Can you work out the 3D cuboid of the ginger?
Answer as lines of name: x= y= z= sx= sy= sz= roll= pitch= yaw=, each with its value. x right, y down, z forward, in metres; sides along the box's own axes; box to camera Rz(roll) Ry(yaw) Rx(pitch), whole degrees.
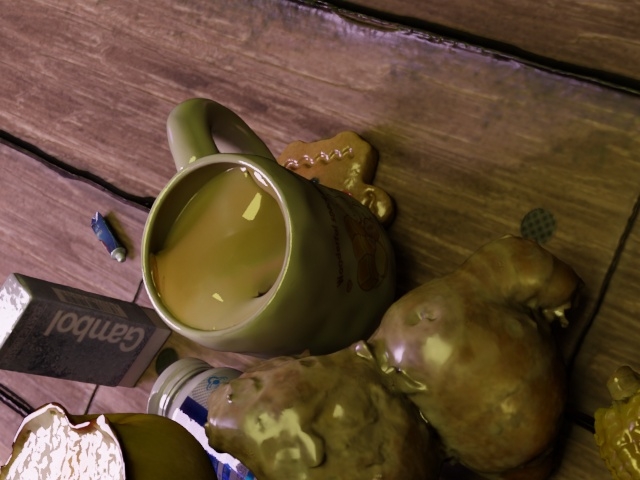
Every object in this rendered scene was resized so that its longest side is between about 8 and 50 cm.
ginger: x=0.073 y=0.151 z=0.950 sx=0.375 sy=0.176 sz=0.256 roll=-41 pitch=96 yaw=-3

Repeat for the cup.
cup: x=-0.066 y=0.002 z=1.056 sx=0.255 sy=0.202 sz=0.173 roll=39 pitch=99 yaw=31

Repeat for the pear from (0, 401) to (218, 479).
pear: x=-0.159 y=0.336 z=0.934 sx=0.340 sy=0.191 sz=0.387 roll=7 pitch=81 yaw=52

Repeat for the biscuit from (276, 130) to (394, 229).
biscuit: x=0.000 y=0.000 z=1.159 sx=0.165 sy=0.036 sz=0.226 roll=-6 pitch=73 yaw=33

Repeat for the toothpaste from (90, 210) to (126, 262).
toothpaste: x=-0.251 y=-0.002 z=1.353 sx=0.083 sy=0.019 sz=0.027 roll=50 pitch=131 yaw=36

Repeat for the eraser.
eraser: x=-0.257 y=0.099 z=1.203 sx=0.046 sy=0.212 sz=0.092 roll=43 pitch=103 yaw=35

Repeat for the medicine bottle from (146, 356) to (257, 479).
medicine bottle: x=-0.079 y=0.190 z=1.112 sx=0.191 sy=0.107 sz=0.107 roll=29 pitch=94 yaw=38

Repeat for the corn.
corn: x=0.291 y=0.204 z=0.848 sx=0.097 sy=0.097 sz=0.262 roll=-41 pitch=59 yaw=20
